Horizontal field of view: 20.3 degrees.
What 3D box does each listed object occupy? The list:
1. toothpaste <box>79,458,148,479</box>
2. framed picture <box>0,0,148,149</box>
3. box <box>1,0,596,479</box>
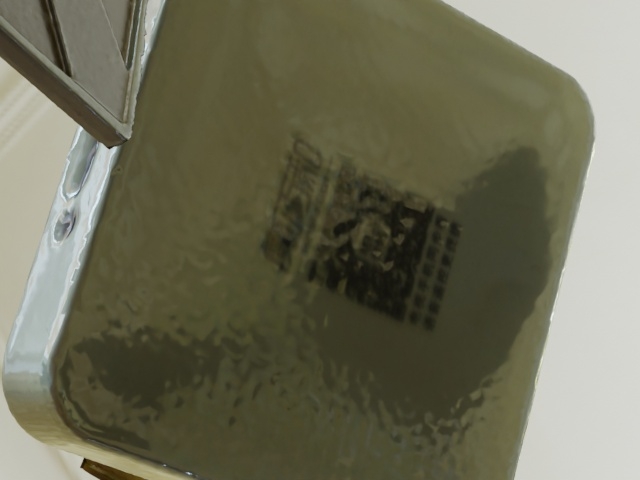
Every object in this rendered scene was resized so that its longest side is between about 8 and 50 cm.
[{"bbox_3d":[-0.118,0.068,1.578,0.071,0.089,0.313,25,-80,9],"label":"toothpaste"},{"bbox_3d":[-0.153,-0.189,0.918,0.018,0.265,0.192,-29,-53,26],"label":"framed picture"},{"bbox_3d":[0.000,0.000,1.179,0.090,0.373,0.367,-6,-116,55],"label":"box"}]
